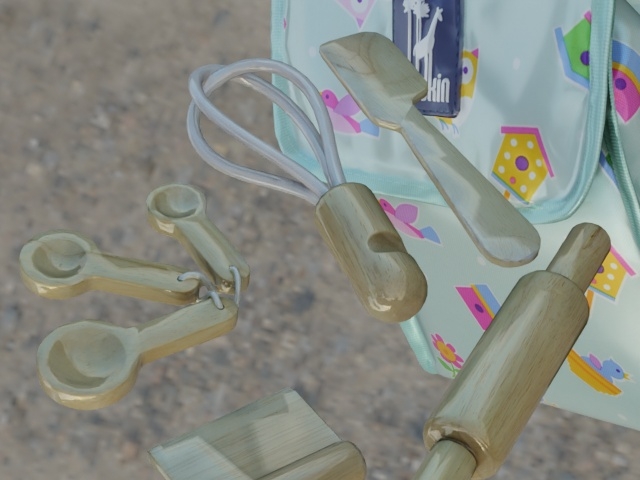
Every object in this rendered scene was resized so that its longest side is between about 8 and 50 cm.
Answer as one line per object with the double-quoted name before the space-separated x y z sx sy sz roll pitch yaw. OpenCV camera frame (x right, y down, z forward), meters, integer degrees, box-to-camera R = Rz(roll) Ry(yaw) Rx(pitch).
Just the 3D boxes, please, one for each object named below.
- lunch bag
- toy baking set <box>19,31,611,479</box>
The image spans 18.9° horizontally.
"lunch bag" 0.103 -0.051 0.865 0.160 0.262 0.223 -43 32 -24
"toy baking set" 0.005 0.004 0.708 0.197 0.030 0.256 27 50 19
